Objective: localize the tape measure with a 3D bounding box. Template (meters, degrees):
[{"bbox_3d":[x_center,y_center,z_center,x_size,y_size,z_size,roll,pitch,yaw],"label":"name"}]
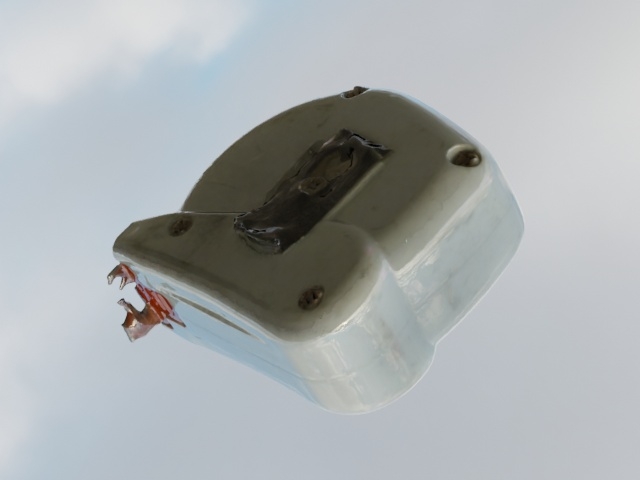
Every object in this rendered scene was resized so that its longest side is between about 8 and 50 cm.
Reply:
[{"bbox_3d":[0.000,0.000,1.480,0.265,0.130,0.258,-47,-141,-18],"label":"tape measure"}]
